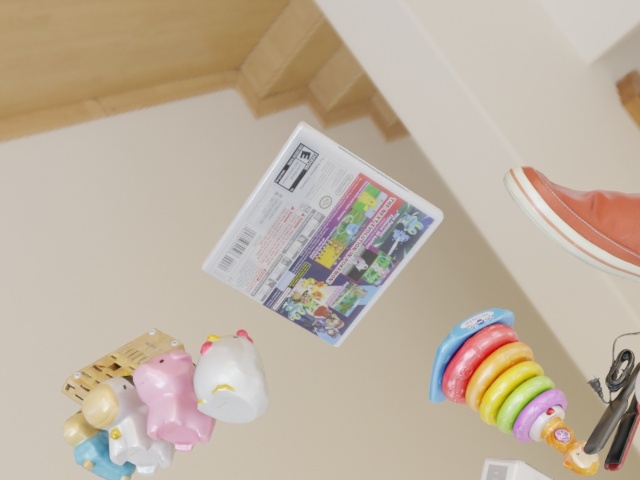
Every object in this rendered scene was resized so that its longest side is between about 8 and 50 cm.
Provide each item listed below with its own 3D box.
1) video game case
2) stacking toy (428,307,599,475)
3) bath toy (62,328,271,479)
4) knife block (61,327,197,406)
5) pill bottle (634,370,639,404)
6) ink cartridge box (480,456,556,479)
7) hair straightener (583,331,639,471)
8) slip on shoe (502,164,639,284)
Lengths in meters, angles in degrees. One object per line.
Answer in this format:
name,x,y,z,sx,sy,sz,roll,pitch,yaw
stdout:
video game case,0.000,0.000,0.873,0.201,0.183,0.023,-53,-166,22
stacking toy,0.329,0.265,1.309,0.175,0.302,0.165,-21,135,-27
bath toy,-0.211,0.218,1.122,0.348,0.151,0.129,-30,-146,31
knife block,-0.306,0.298,1.469,0.088,0.242,0.276,18,-145,39
pill bottle,0.374,0.167,0.725,0.094,0.169,0.094,-46,-171,9
ink cartridge box,0.294,0.481,1.101,0.066,0.261,0.296,-11,-128,50
hair straightener,0.446,0.220,1.199,0.230,0.089,0.047,-56,-175,-18
slip on shoe,0.340,-0.013,0.852,0.123,0.332,0.101,-94,-151,-63
